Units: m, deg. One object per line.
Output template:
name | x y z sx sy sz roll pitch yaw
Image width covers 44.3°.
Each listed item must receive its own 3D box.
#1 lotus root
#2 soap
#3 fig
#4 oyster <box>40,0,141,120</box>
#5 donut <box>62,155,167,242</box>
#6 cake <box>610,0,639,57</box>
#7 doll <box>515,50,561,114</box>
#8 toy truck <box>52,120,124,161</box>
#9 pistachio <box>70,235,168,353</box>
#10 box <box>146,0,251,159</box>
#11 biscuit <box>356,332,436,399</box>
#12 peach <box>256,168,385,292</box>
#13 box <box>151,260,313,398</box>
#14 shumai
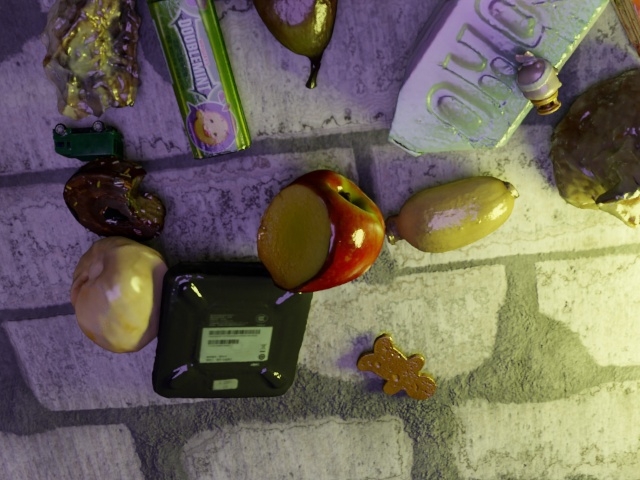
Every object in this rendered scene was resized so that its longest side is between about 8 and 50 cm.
lotus root | 0.281 -0.053 1.697 0.303 0.131 0.146 -18 108 13
soap | 0.319 -0.355 1.557 0.261 0.156 0.446 31 113 -8
fig | -0.037 -0.430 1.581 0.170 0.145 0.274 -7 125 10
oyster | -0.481 -0.418 1.628 0.201 0.107 0.354 6 104 -1
donut | -0.453 -0.091 1.748 0.216 0.096 0.230 -13 136 31
cake | 0.627 -0.471 1.512 0.135 0.098 0.287 -35 110 19
doll | 0.408 -0.303 1.456 0.084 0.073 0.127 -39 116 -16
toy truck | -0.514 -0.218 1.736 0.147 0.065 0.079 -1 84 8
pistachio | -0.449 0.121 1.782 0.230 0.230 0.308 5 139 4
box | -0.251 -0.350 1.647 0.134 0.097 0.345 -9 111 10
biscuit | 0.193 0.318 1.913 0.205 0.031 0.138 35 112 -9
peach | 0.000 0.000 1.692 0.245 0.248 0.275 29 123 -31
box | -0.201 0.214 1.823 0.359 0.091 0.350 2 114 -20
shumai | 0.607 -0.170 1.549 0.267 0.262 0.314 14 111 -1
